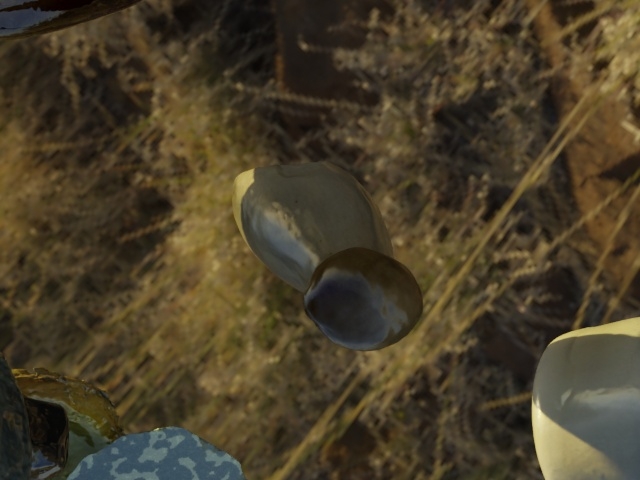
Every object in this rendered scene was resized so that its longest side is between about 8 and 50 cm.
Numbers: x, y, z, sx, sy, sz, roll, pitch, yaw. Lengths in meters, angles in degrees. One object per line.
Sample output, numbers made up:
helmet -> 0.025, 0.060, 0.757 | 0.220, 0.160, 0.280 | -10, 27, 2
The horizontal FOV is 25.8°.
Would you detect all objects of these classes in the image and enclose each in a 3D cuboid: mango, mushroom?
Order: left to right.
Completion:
mango -> -0.291, -0.281, 1.441 | 0.111, 0.267, 0.133 | 16, 120, 52
mushroom -> 0.000, 0.000, 1.361 | 0.128, 0.128, 0.350 | 59, 177, -27

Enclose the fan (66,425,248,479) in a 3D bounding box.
fan -> -0.191, 0.279, 1.588 | 0.009, 0.240, 0.131 | -171, 77, -66

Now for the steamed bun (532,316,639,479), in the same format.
steamed bun -> 0.312, 0.173, 1.467 | 0.146, 0.241, 0.164 | -14, 105, 27

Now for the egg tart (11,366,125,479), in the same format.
egg tart -> -0.374, 0.245, 1.591 | 0.120, 0.315, 0.315 | 55, 161, 40

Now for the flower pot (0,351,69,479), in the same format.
flower pot -> -0.376, 0.227, 1.227 | 0.299, 0.299, 0.282 | 3, 172, 42
